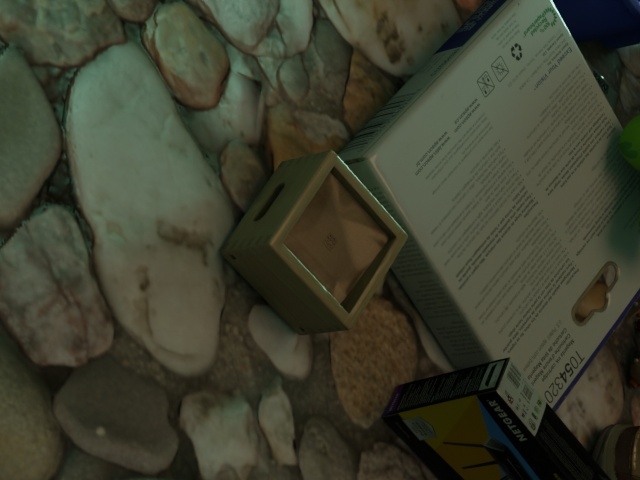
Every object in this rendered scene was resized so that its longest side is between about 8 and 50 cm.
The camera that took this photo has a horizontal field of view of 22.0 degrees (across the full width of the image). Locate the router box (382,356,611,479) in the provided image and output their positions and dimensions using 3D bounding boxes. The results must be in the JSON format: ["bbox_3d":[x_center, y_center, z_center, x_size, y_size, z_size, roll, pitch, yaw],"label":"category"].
[{"bbox_3d":[0.162,0.191,1.491,0.179,0.133,0.046,49,46,-23],"label":"router box"}]

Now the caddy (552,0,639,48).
[{"bbox_3d":[0.336,-0.371,1.846,0.241,0.179,0.341,-6,81,-49],"label":"caddy"}]

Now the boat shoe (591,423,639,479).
[{"bbox_3d":[0.412,0.309,1.731,0.324,0.116,0.123,44,48,-28],"label":"boat shoe"}]

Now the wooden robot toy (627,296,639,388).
[{"bbox_3d":[0.367,0.135,1.804,0.079,0.076,0.173,-44,114,-8],"label":"wooden robot toy"}]

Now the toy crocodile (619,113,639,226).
[{"bbox_3d":[0.393,-0.132,1.708,0.115,0.105,0.340,44,51,-35],"label":"toy crocodile"}]

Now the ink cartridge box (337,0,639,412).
[{"bbox_3d":[0.193,-0.038,1.626,0.324,0.071,0.330,-47,114,-35],"label":"ink cartridge box"}]

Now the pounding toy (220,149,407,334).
[{"bbox_3d":[0.000,0.000,1.428,0.130,0.100,0.141,48,57,-24],"label":"pounding toy"}]

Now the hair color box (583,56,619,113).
[{"bbox_3d":[0.278,-0.123,1.796,0.072,0.043,0.141,42,50,-29],"label":"hair color box"}]
